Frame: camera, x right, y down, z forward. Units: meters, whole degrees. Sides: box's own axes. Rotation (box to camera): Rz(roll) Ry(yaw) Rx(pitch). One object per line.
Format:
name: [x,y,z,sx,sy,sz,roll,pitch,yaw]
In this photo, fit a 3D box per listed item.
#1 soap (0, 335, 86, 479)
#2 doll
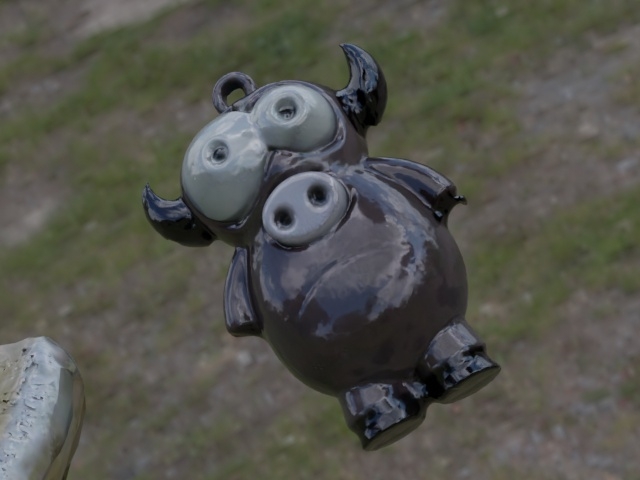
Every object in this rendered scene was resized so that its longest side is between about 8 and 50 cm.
soap: [-0.126,0.145,0.360,0.080,0.160,0.257,21,41,-3]
doll: [0.001,0.002,1.220,0.182,0.257,0.117,-32,-10,6]
